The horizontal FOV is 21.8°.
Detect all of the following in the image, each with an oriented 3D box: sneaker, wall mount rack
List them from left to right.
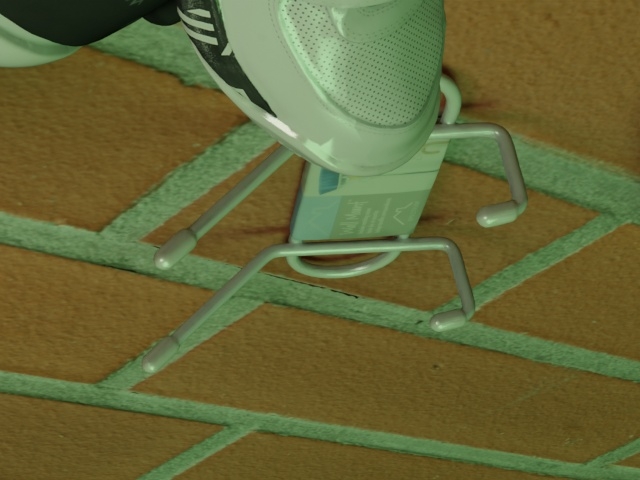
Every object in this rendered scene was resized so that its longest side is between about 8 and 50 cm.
[{"bbox_3d":[0.000,0.000,1.395,0.304,0.130,0.350,-5,152,-11],"label":"wall mount rack"},{"bbox_3d":[0.027,-0.166,0.716,0.137,0.210,0.365,-32,126,-25],"label":"sneaker"}]

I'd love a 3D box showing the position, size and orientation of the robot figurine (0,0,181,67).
[{"bbox_3d":[-0.121,-0.207,0.896,0.278,0.209,0.173,-26,-169,28],"label":"robot figurine"}]
